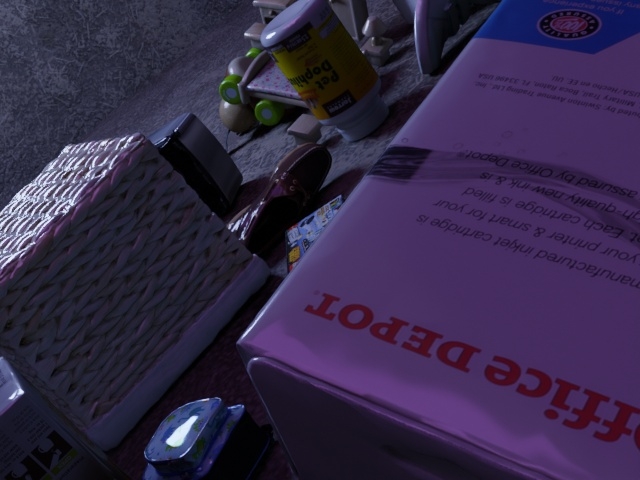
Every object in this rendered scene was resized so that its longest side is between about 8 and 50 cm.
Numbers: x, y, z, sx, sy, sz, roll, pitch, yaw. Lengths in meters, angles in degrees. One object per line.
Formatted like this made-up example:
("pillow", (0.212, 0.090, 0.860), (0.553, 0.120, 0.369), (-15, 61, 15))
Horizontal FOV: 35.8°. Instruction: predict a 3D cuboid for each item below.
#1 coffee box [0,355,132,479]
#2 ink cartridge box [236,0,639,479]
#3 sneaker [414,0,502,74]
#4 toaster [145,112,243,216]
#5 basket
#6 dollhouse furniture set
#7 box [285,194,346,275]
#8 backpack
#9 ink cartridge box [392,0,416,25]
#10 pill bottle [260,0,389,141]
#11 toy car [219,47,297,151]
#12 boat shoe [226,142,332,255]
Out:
("coffee box", (-0.226, 0.233, 0.888), (0.098, 0.246, 0.141), (-44, 21, -13))
("ink cartridge box", (0.180, 0.018, 0.646), (0.285, 0.166, 0.395), (19, 55, 30))
("sneaker", (0.235, -0.375, 1.560), (0.151, 0.094, 0.256), (9, 72, 15))
("toaster", (-0.239, -0.108, 1.675), (0.186, 0.168, 0.110), (-27, 24, 29))
("basket", (-0.316, 0.060, 1.345), (0.331, 0.266, 0.328), (-50, 25, -21))
("dollhouse furniture set", (-0.065, -0.355, 1.713), (0.303, 0.174, 0.355), (15, 49, 28))
("box", (0.000, 0.000, 1.283), (0.094, 0.027, 0.137), (-32, 23, 12))
("backpack", (-0.123, 0.213, 0.986), (0.114, 0.084, 0.105), (-24, 24, 38))
("ink cartridge box", (0.252, -0.493, 1.750), (0.237, 0.100, 0.172), (-43, 23, -10))
("pill bottle", (0.013, -0.259, 1.514), (0.117, 0.215, 0.117), (-32, 23, 15))
("toy car", (-0.133, -0.246, 1.891), (0.188, 0.149, 0.155), (-58, 2, 40))
("boat shoe", (-0.050, -0.055, 1.416), (0.207, 0.073, 0.073), (-52, 26, -12))
